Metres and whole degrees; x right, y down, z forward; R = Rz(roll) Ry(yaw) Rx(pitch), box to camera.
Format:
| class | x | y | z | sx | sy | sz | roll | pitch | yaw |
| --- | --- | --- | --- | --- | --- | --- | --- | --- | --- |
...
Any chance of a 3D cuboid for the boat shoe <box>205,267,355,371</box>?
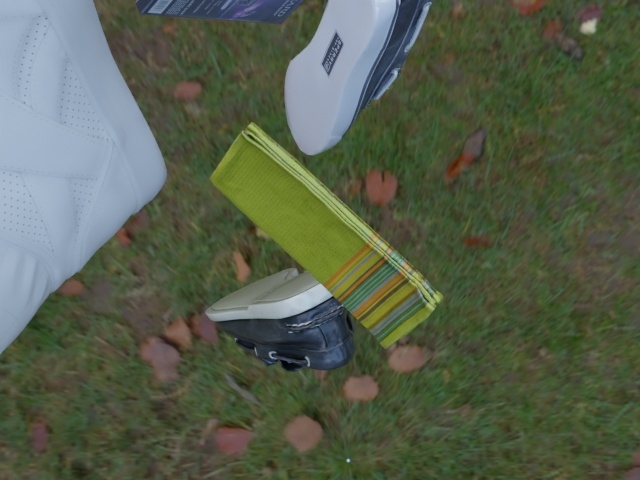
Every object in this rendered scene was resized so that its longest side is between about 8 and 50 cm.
| class | x | y | z | sx | sy | sz | roll | pitch | yaw |
| --- | --- | --- | --- | --- | --- | --- | --- | --- | --- |
| boat shoe | -0.039 | 0.101 | 1.482 | 0.127 | 0.340 | 0.113 | -29 | 97 | -23 |

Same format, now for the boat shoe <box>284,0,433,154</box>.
| class | x | y | z | sx | sy | sz | roll | pitch | yaw |
| --- | --- | --- | --- | --- | --- | --- | --- | --- | --- |
| boat shoe | 0.044 | -0.198 | 1.366 | 0.102 | 0.301 | 0.108 | -15 | 65 | -26 |

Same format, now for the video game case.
| class | x | y | z | sx | sy | sz | roll | pitch | yaw |
| --- | --- | --- | --- | --- | --- | --- | --- | --- | --- |
| video game case | -0.096 | -0.371 | 1.737 | 0.196 | 0.274 | 0.026 | -39 | 69 | 37 |

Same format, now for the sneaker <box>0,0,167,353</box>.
| class | x | y | z | sx | sy | sz | roll | pitch | yaw |
| --- | --- | --- | --- | --- | --- | --- | --- | --- | --- |
| sneaker | -0.173 | -0.049 | 0.505 | 0.108 | 0.292 | 0.169 | 23 | 65 | 31 |

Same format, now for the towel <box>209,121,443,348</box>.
| class | x | y | z | sx | sy | sz | roll | pitch | yaw |
| --- | --- | --- | --- | --- | --- | --- | --- | --- | --- |
| towel | 0.000 | 0.000 | 1.159 | 0.237 | 0.102 | 0.021 | 43 | 49 | 1 |
